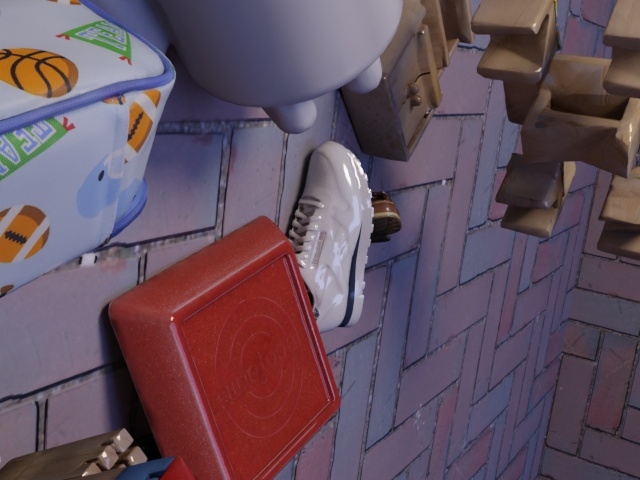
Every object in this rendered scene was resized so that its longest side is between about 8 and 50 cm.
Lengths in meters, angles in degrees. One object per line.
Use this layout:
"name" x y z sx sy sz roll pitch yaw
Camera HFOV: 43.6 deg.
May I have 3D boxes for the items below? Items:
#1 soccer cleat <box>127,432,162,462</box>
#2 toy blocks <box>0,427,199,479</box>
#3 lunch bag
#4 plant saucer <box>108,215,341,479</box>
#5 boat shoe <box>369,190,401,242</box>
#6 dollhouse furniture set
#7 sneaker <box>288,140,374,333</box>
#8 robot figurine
"soccer cleat" -0.214 0.314 0.711 0.108 0.116 0.318 46 40 -26
"toy blocks" -0.093 0.275 0.561 0.381 0.261 0.191 59 36 -15
"lunch bag" -0.230 -0.064 0.362 0.303 0.243 0.115 -35 154 -51
"plant saucer" -0.072 0.130 0.822 0.258 0.048 0.259 -34 112 -53
"boat shoe" 0.067 -0.034 1.036 0.178 0.064 0.060 94 -9 -83
"dollhouse furniture set" 0.261 -0.214 0.988 0.256 0.394 0.362 -61 149 -25
"sneaker" 0.000 0.000 0.954 0.095 0.090 0.235 -7 102 -32
"robot figurine" -0.051 -0.245 0.615 0.300 0.200 0.353 -35 143 -10
